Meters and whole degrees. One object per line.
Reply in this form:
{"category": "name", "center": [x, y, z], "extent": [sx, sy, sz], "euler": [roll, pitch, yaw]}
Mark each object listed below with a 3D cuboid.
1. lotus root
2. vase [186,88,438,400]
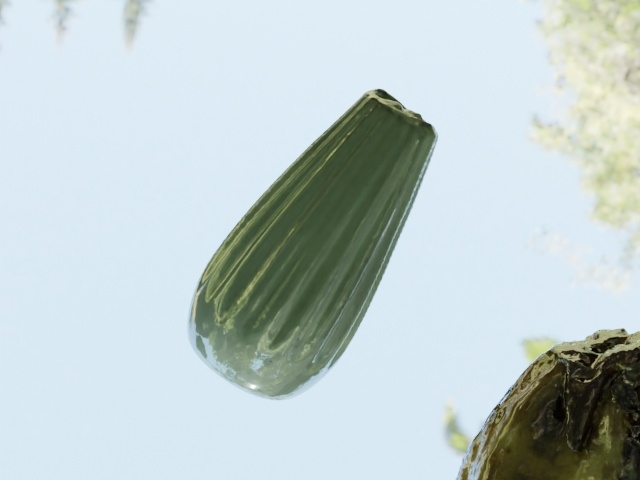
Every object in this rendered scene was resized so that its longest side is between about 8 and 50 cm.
{"category": "lotus root", "center": [0.094, 0.158, 0.656], "extent": [0.110, 0.097, 0.258], "euler": [15, -111, 21]}
{"category": "vase", "center": [0.000, 0.000, 1.206], "extent": [0.128, 0.248, 0.128], "euler": [32, -168, -7]}
